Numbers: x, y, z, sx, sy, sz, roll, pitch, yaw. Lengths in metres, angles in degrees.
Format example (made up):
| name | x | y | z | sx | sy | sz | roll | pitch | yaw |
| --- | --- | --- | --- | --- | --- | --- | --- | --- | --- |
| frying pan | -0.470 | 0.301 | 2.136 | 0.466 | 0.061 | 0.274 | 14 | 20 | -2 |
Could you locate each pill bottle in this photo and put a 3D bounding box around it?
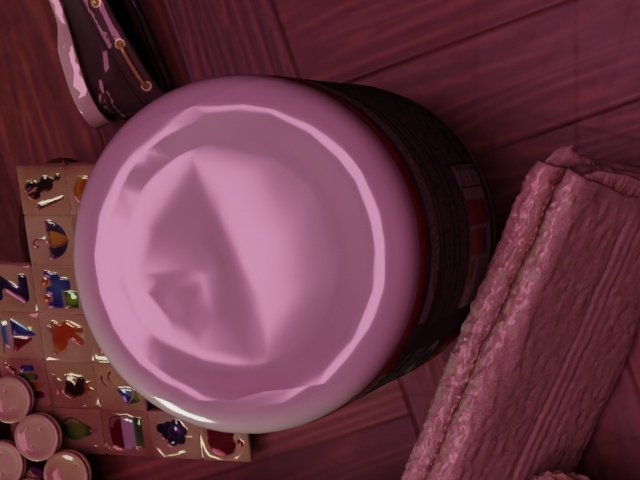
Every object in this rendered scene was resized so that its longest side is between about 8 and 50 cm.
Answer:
| name | x | y | z | sx | sy | sz | roll | pitch | yaw |
| --- | --- | --- | --- | --- | --- | --- | --- | --- | --- |
| pill bottle | 0.000 | 0.000 | 1.244 | 0.210 | 0.363 | 0.210 | 1 | 93 | 16 |

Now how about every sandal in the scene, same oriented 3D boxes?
| name | x | y | z | sx | sy | sz | roll | pitch | yaw |
| --- | --- | --- | --- | --- | --- | --- | --- | --- | --- |
| sandal | -0.153 | 0.035 | 1.455 | 0.090 | 0.060 | 0.219 | -32 | 99 | 25 |

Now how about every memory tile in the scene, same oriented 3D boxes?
| name | x | y | z | sx | sy | sz | roll | pitch | yaw |
| --- | --- | --- | --- | --- | --- | --- | --- | --- | --- |
| memory tile | -0.232 | 0.186 | 1.463 | 0.113 | 0.012 | 0.148 | -39 | 82 | 15 |

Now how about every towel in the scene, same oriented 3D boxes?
| name | x | y | z | sx | sy | sz | roll | pitch | yaw |
| --- | --- | --- | --- | --- | --- | --- | --- | --- | --- |
| towel | 0.150 | 0.074 | 1.296 | 0.049 | 0.187 | 0.282 | 30 | 103 | 34 |

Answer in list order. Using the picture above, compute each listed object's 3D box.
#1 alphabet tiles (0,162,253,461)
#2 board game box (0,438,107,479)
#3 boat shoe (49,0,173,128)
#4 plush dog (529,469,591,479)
| name | x | y | z | sx | sy | sz | roll | pitch | yaw |
| --- | --- | --- | --- | --- | --- | --- | --- | --- | --- |
| alphabet tiles | -0.157 | 0.055 | 1.425 | 0.198 | 0.009 | 0.237 | 1 | 111 | 17 |
| board game box | -0.236 | 0.347 | 1.504 | 0.208 | 0.056 | 0.347 | 17 | 98 | 10 |
| boat shoe | -0.173 | -0.202 | 1.433 | 0.068 | 0.081 | 0.228 | -16 | 96 | 14 |
| plush dog | 0.243 | 0.284 | 1.239 | 0.210 | 0.225 | 0.262 | -15 | 109 | 14 |
